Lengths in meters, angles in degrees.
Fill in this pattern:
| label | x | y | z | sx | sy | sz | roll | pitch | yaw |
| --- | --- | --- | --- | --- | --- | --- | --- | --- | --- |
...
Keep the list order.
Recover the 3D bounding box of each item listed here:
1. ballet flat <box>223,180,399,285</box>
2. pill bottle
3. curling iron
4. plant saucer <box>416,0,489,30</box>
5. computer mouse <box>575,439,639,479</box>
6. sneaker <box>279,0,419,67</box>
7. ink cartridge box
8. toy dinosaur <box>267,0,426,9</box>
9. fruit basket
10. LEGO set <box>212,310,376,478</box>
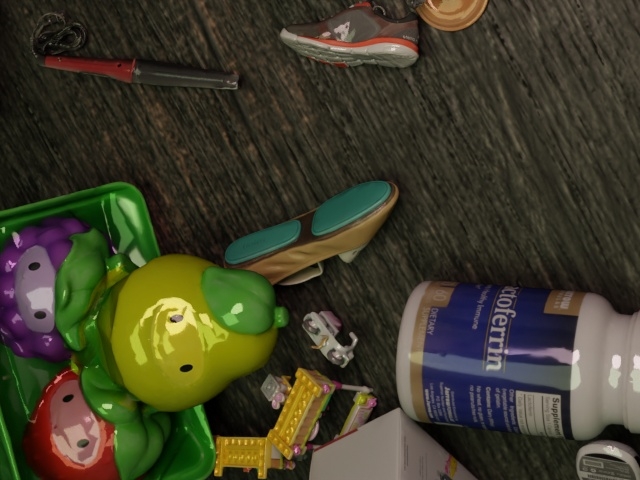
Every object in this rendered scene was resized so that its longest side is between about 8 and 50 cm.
| label | x | y | z | sx | sy | sz | roll | pitch | yaw |
| --- | --- | --- | --- | --- | --- | --- | --- | --- | --- |
| ballet flat | 0.000 | 0.000 | 1.377 | 0.232 | 0.080 | 0.073 | -21 | 123 | 27 |
| pill bottle | 0.223 | 0.125 | 1.265 | 0.265 | 0.153 | 0.153 | 4 | 105 | 20 |
| curling iron | -0.220 | -0.210 | 1.417 | 0.274 | 0.035 | 0.068 | 16 | 109 | 17 |
| plant saucer | 0.135 | -0.260 | 1.276 | 0.083 | 0.013 | 0.083 | 5 | 105 | 20 |
| computer mouse | 0.315 | 0.265 | 1.294 | 0.106 | 0.042 | 0.193 | 8 | 137 | 25 |
| sneaker | 0.035 | -0.224 | 1.312 | 0.158 | 0.061 | 0.065 | 9 | 80 | 19 |
| ink cartridge box | 0.090 | 0.299 | 1.342 | 0.128 | 0.127 | 0.176 | -31 | 121 | 26 |
| toy dinosaur | 0.005 | -0.360 | 1.203 | 0.218 | 0.164 | 0.322 | -32 | 93 | 15 |
| fruit basket | -0.229 | 0.122 | 1.362 | 0.392 | 0.283 | 0.392 | 23 | 121 | 44 |
| LEGO set | -0.034 | 0.218 | 1.441 | 0.287 | 0.107 | 0.132 | -49 | 49 | 29 |
